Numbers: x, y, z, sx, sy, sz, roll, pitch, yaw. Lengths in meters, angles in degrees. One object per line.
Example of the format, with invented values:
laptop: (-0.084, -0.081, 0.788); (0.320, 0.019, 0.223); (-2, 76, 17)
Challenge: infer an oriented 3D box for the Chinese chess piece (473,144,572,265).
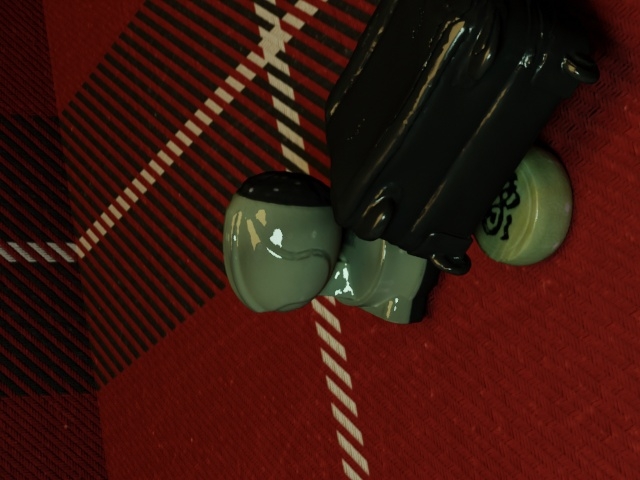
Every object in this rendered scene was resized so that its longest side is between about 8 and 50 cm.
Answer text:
Chinese chess piece: (0.231, -0.042, 1.657); (0.144, 0.058, 0.144); (1, 91, 60)

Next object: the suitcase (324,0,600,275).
suitcase: (0.141, -0.184, 1.644); (0.339, 0.188, 0.345); (-98, 30, -52)

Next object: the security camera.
security camera: (0.000, 0.000, 1.830); (0.197, 0.277, 0.191); (29, 115, 57)
